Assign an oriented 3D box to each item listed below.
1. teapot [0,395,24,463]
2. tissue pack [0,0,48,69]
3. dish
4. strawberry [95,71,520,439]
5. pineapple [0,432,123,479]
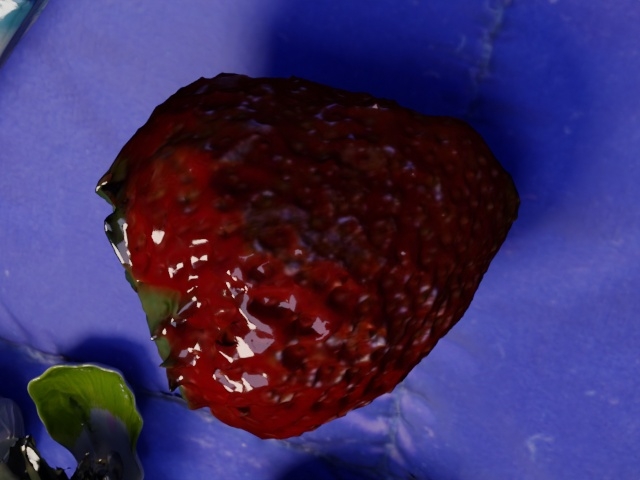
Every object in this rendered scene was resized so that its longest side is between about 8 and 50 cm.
[{"bbox_3d":[-0.352,0.180,1.534,0.178,0.221,0.163,26,88,15],"label":"teapot"},{"bbox_3d":[-0.321,-0.165,1.290,0.201,0.124,0.271,39,126,-5],"label":"tissue pack"},{"bbox_3d":[-0.184,0.147,1.493,0.091,0.039,0.137,-6,123,17],"label":"dish"},{"bbox_3d":[0.000,0.000,1.214,0.276,0.257,0.257,-20,116,-2],"label":"strawberry"},{"bbox_3d":[-0.183,0.322,1.526,0.175,0.175,0.361,9,123,16],"label":"pineapple"}]
